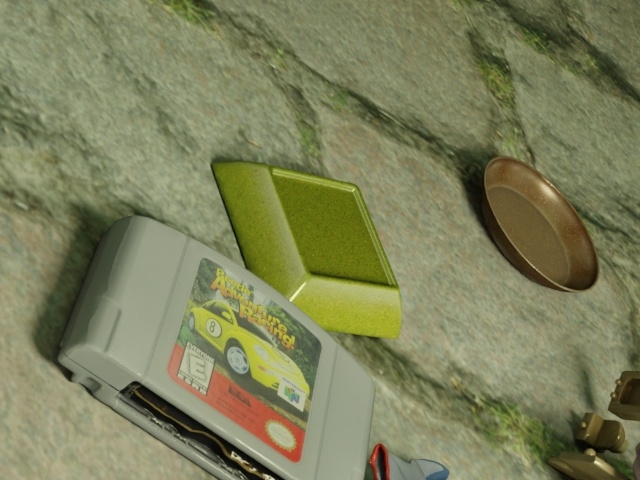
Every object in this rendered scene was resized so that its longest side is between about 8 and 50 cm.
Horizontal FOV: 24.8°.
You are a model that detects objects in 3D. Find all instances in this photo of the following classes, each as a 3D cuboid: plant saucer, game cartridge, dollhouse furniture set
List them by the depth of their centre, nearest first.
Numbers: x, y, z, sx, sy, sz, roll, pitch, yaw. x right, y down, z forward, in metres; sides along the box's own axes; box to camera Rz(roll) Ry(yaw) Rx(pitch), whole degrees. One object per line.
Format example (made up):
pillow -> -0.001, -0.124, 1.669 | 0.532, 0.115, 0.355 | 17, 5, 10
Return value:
game cartridge -> -0.075, 0.109, 1.235 | 0.294, 0.060, 0.196 | 36, 31, -20
plant saucer -> 0.000, 0.000, 1.438 | 0.188, 0.045, 0.188 | 11, 49, -45
dollhouse furniture set -> 0.312, 0.188, 1.529 | 0.123, 0.144, 0.151 | 33, 73, -23
plant saucer -> 0.259, -0.013, 1.768 | 0.198, 0.036, 0.198 | 30, 37, -26

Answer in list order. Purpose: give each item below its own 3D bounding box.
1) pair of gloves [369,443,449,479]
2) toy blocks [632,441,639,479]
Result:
pair of gloves -> 0.096, 0.277, 1.271 | 0.159, 0.023, 0.198 | 36, 39, -41
toy blocks -> 0.162, 0.278, 1.088 | 0.288, 0.309, 0.260 | -34, 44, -20
